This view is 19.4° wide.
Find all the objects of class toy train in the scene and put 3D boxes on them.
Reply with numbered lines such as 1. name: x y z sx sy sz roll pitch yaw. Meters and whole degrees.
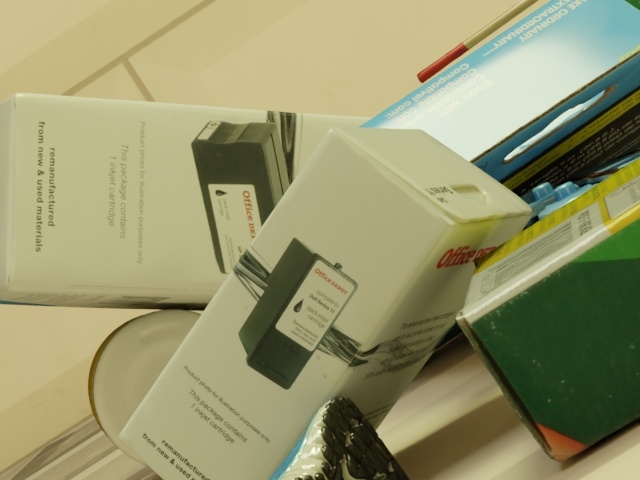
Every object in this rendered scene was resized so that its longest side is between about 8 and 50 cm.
1. toy train: 0.178 -0.012 1.135 0.105 0.080 0.184 -27 1 -7

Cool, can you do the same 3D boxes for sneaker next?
1. sneaker: -0.012 0.129 0.900 0.073 0.063 0.162 -35 0 27

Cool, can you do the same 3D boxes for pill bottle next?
1. pill bottle: -0.140 0.132 1.691 0.136 0.136 0.245 -33 2 -9

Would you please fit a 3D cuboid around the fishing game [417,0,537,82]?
1. fishing game: 0.197 -0.114 1.467 0.189 0.041 0.264 -35 -42 19

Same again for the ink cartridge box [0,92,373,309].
1. ink cartridge box: -0.111 -0.022 1.669 0.395 0.166 0.285 3 -5 -22

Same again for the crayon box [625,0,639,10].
1. crayon box: 0.285 -0.189 1.345 0.165 0.081 0.278 -33 -42 -13

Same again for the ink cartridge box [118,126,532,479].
1. ink cartridge box: 0.006 0.043 1.010 0.208 0.087 0.153 -55 -16 15

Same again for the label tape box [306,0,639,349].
1. label tape box: 0.115 -0.057 1.265 0.240 0.106 0.334 -34 -19 -14

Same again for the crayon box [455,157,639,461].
1. crayon box: 0.220 -0.031 0.856 0.318 0.081 0.202 -33 2 10
